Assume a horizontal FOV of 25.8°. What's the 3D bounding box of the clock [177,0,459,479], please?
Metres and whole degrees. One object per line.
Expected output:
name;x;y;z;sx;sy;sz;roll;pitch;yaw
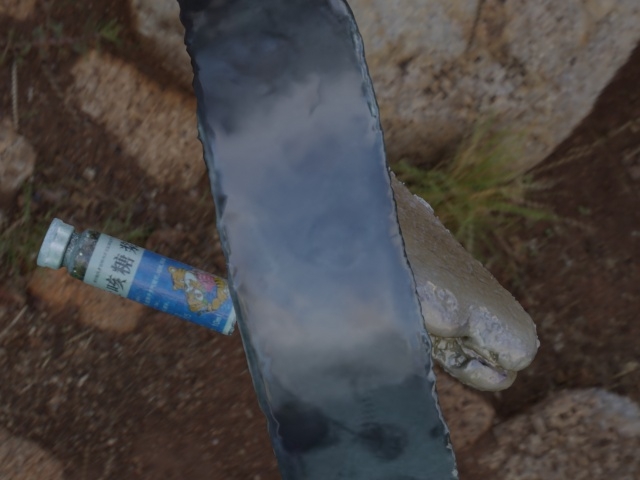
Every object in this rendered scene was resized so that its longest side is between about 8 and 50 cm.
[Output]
clock;0.001;0.000;0.595;0.061;0.312;0.313;-13;74;2

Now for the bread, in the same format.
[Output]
bread;0.078;0.032;1.482;0.337;0.102;0.183;44;25;16

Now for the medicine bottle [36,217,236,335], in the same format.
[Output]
medicine bottle;-0.164;0.033;1.294;0.191;0.051;0.051;20;63;-5
